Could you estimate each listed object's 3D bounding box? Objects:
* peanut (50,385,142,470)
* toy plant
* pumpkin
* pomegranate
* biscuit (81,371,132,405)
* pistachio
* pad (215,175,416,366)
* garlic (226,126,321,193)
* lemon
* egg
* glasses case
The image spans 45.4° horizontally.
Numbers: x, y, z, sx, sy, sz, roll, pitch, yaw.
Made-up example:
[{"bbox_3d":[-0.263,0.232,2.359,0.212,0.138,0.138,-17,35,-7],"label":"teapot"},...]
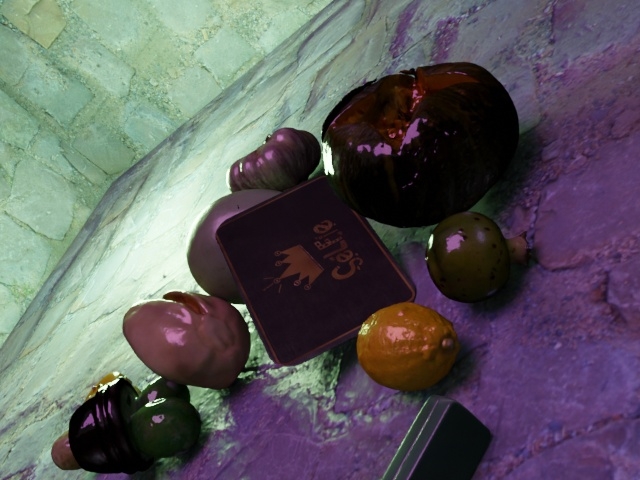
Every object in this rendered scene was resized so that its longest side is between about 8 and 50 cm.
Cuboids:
[{"bbox_3d":[-0.462,0.387,1.582,0.236,0.120,0.110,-40,62,4],"label":"peanut"},{"bbox_3d":[-0.328,0.332,1.390,0.235,0.175,0.218,-21,18,-1],"label":"toy plant"},{"bbox_3d":[0.156,-0.154,1.211,0.320,0.192,0.320,-23,32,15],"label":"pumpkin"},{"bbox_3d":[0.200,0.024,1.002,0.130,0.130,0.130,-39,24,21],"label":"pomegranate"},{"bbox_3d":[-0.513,0.373,1.788,0.170,0.050,0.170,-38,25,22],"label":"biscuit"},{"bbox_3d":[-0.250,0.187,1.436,0.299,0.187,0.187,8,58,51],"label":"pistachio"},{"bbox_3d":[0.001,0.000,1.237,0.315,0.063,0.375,-26,44,-7],"label":"pad"},{"bbox_3d":[-0.095,-0.158,1.781,0.245,0.160,0.245,-38,3,2],"label":"garlic"},{"bbox_3d":[0.112,0.134,0.969,0.155,0.114,0.114,-10,43,50],"label":"lemon"},{"bbox_3d":[-0.127,0.008,1.473,0.295,0.218,0.218,-19,35,38],"label":"egg"},{"bbox_3d":[0.108,0.260,0.811,0.039,0.078,0.184,2,53,57],"label":"glasses case"}]
